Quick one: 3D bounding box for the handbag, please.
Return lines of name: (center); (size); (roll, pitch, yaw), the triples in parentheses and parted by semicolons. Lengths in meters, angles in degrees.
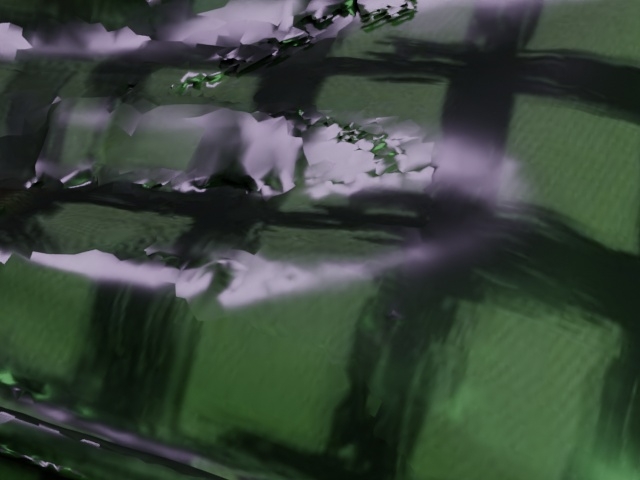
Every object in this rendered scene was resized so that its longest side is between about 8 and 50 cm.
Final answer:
handbag: (0.000, 0.000, 0.531); (0.327, 0.162, 0.325); (20, 51, -2)
